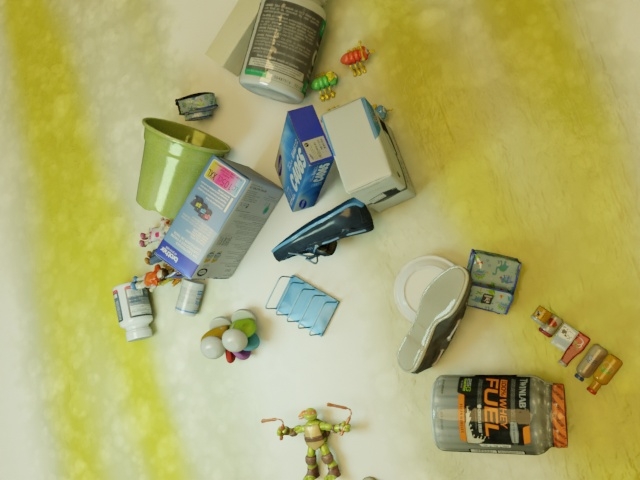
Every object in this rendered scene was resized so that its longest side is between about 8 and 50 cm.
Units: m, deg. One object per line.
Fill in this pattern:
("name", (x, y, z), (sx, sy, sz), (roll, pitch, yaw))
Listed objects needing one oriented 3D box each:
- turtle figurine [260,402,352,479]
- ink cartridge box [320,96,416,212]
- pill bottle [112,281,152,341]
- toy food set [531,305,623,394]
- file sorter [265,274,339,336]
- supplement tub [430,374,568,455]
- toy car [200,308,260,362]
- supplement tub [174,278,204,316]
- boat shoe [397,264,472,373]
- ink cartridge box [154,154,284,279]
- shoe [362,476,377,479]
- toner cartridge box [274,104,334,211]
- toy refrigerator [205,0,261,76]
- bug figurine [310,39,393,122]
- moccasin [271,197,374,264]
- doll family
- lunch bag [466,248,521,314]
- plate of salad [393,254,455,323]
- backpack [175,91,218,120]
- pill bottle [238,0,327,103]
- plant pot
("turtle figurine", (-0.026, 0.568, 1.877), (0.269, 0.087, 0.217), (-10, 89, 12))
("ink cartridge box", (0.136, -0.220, 1.772), (0.129, 0.307, 0.223), (-22, 77, 16))
("pill bottle", (-0.600, 0.229, 2.126), (0.108, 0.108, 0.180), (-18, 79, 19))
("toy food set", (0.613, 0.270, 1.639), (0.232, 0.111, 0.104), (36, 98, 18))
("file sorter", (-0.057, 0.188, 1.917), (0.170, 0.104, 0.118), (28, 95, 22))
("supplement tub", (0.445, 0.432, 1.646), (0.316, 0.193, 0.193), (-5, 83, 21))
("toy car", (-0.262, 0.302, 1.979), (0.182, 0.159, 0.136), (-21, 112, 18))
("supplement tub", (-0.412, 0.180, 2.076), (0.071, 0.071, 0.107), (17, 92, 22))
("boat shoe", (0.312, 0.208, 1.738), (0.112, 0.095, 0.335), (46, 119, 42))
("ink cartridge box", (-0.306, -0.032, 1.943), (0.151, 0.270, 0.395), (33, 97, 16))
("shoe", (0.195, 0.723, 1.788), (0.219, 0.058, 0.076), (28, 95, 22))
("toner cartridge box", (-0.052, -0.217, 1.833), (0.075, 0.348, 0.165), (-17, 76, -14))
("toy refrigerator", (-0.241, -0.665, 2.076), (0.094, 0.102, 0.269), (37, 99, 20))
("bug figurine", (0.084, -0.436, 1.940), (0.216, 0.072, 0.279), (-20, 78, 19))
("moccasin", (0.000, 0.000, 1.875), (0.342, 0.138, 0.117), (-27, 101, 38))
("doll family", (-0.491, 0.060, 2.108), (0.163, 0.118, 0.263), (-18, 55, 26))
("lunch bag", (0.442, 0.110, 1.727), (0.129, 0.096, 0.151), (13, 101, 7))
("plate of salad", (0.300, 0.139, 1.809), (0.200, 0.048, 0.200), (-1, 87, 17))
("backpack", (-0.388, -0.429, 2.112), (0.114, 0.105, 0.084), (-11, 103, 20))
("pill bottle", (-0.099, -0.607, 1.958), (0.204, 0.204, 0.361), (17, 92, 22))
("plant pot", (-0.450, -0.213, 2.047), (0.276, 0.276, 0.254), (28, 106, 22))
